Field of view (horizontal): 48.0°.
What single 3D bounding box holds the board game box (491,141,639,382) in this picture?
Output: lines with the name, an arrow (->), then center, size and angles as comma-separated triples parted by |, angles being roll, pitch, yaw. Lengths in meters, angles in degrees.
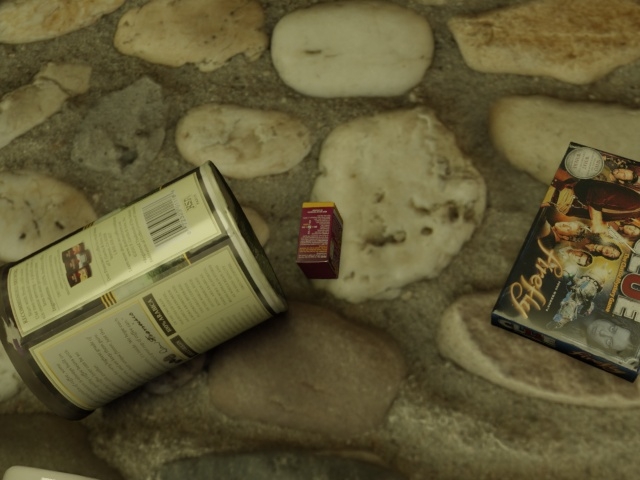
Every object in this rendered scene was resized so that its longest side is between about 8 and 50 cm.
board game box -> 0.320, 0.016, 0.822 | 0.165, 0.042, 0.243 | 22, 71, 22

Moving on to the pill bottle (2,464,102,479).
pill bottle -> -0.300, 0.366, 0.756 | 0.131, 0.131, 0.230 | 2, 65, 15

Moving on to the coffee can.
coffee can -> -0.204, 0.057, 0.843 | 0.275, 0.201, 0.202 | -27, 61, -1

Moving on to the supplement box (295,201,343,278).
supplement box -> 0.000, 0.000, 0.904 | 0.043, 0.055, 0.083 | -1, 64, 15
